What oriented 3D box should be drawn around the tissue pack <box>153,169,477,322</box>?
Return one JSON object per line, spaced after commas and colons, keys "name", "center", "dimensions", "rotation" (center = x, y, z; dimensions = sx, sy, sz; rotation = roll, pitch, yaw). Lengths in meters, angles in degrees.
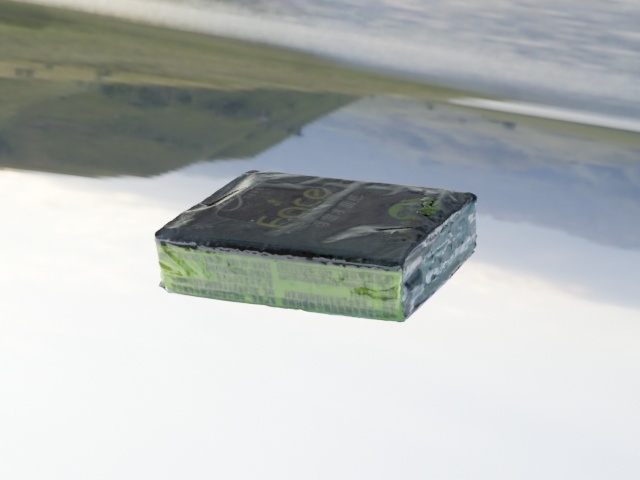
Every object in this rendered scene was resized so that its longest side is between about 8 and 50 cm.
{"name": "tissue pack", "center": [0.000, 0.000, 0.975], "dimensions": [0.235, 0.073, 0.173], "rotation": [7, -155, 28]}
